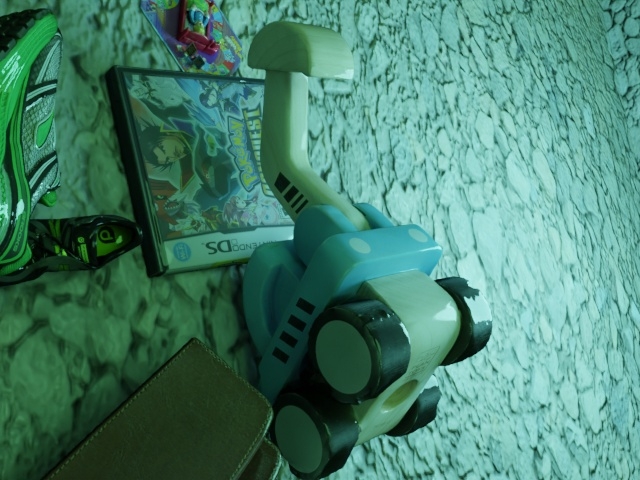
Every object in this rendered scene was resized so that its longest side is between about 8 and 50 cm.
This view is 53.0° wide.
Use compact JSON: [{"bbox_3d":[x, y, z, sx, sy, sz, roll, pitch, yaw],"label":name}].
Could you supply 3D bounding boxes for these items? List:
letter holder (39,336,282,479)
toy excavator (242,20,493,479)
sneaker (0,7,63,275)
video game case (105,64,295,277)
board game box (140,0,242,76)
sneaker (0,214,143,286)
[{"bbox_3d":[-0.155,0.285,0.611,0.214,0.152,0.302,39,48,8],"label":"letter holder"},{"bbox_3d":[0.000,0.000,0.826,0.222,0.432,0.445,-10,46,-44],"label":"toy excavator"},{"bbox_3d":[-0.336,-0.112,0.662,0.146,0.134,0.343,63,22,-50],"label":"sneaker"},{"bbox_3d":[-0.147,-0.099,0.885,0.248,0.035,0.274,-8,81,-43],"label":"video game case"},{"bbox_3d":[-0.175,-0.316,0.936,0.133,0.033,0.168,-43,105,-41],"label":"board game box"},{"bbox_3d":[-0.280,0.004,0.697,0.188,0.078,0.067,-16,100,-43],"label":"sneaker"}]
